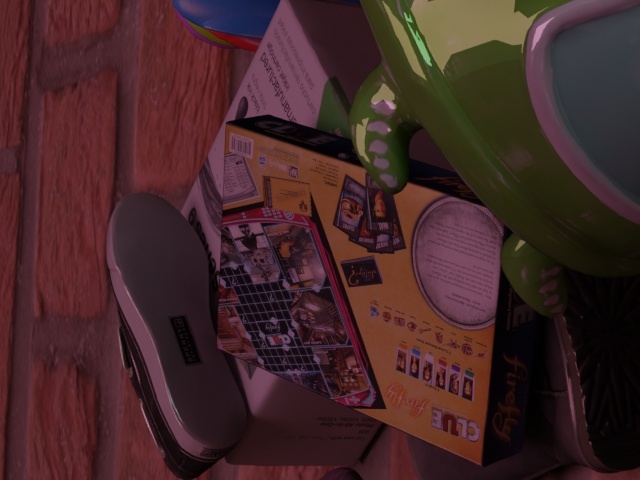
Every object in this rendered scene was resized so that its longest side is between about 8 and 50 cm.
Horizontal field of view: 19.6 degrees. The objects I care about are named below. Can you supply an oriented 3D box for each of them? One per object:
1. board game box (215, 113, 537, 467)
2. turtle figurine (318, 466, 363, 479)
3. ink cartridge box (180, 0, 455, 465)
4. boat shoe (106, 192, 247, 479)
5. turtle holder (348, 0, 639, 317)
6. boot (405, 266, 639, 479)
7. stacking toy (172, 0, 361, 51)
[{"bbox_3d":[0.031,0.026,1.187,0.243,0.042,0.165,21,114,41],"label":"board game box"},{"bbox_3d":[0.083,0.230,1.212,0.234,0.118,0.175,29,152,59],"label":"turtle figurine"},{"bbox_3d":[0.000,0.000,1.370,0.289,0.121,0.211,-62,38,35],"label":"ink cartridge box"},{"bbox_3d":[-0.119,0.069,1.368,0.070,0.078,0.219,-49,50,47],"label":"boat shoe"},{"bbox_3d":[0.141,-0.142,0.986,0.227,0.243,0.320,-31,96,32],"label":"turtle holder"},{"bbox_3d":[0.128,0.074,1.203,0.208,0.076,0.189,161,112,-65],"label":"boot"},{"bbox_3d":[-0.067,-0.217,1.513,0.302,0.175,0.165,170,106,-71],"label":"stacking toy"}]
